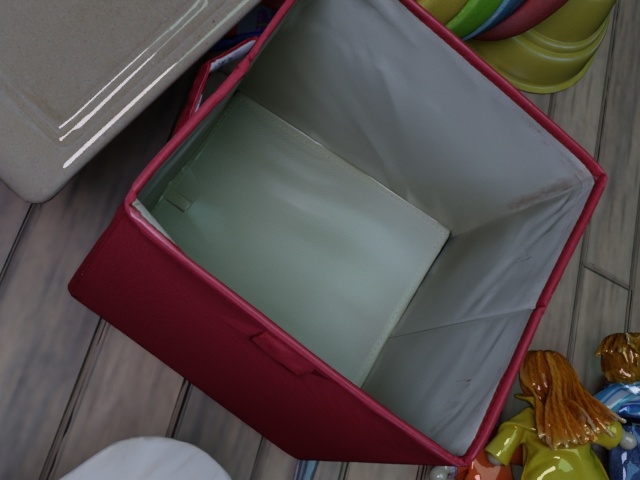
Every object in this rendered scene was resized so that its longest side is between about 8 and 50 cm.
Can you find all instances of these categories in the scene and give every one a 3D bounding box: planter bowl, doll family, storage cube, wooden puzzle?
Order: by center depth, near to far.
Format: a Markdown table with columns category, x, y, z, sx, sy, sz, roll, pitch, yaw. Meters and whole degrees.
| category | x | y | z | sx | sy | sz | roll | pitch | yaw |
| --- | --- | --- | --- | --- | --- | --- | --- | --- | --- |
| wooden puzzle | -0.123 | -0.171 | 0.375 | 0.238 | 0.044 | 0.221 | -45 | 88 | -2 |
| storage cube | 0.000 | 0.000 | 0.442 | 0.215 | 0.193 | 0.184 | 39 | 64 | -12 |
| doll family | 0.209 | 0.151 | 0.578 | 0.263 | 0.118 | 0.163 | 1 | 77 | -30 |
| planter bowl | 0.202 | -0.248 | 0.696 | 0.217 | 0.090 | 0.217 | 8 | 73 | -28 |

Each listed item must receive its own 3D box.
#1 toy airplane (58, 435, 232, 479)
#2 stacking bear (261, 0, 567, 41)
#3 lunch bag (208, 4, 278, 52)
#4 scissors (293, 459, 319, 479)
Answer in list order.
| category | x | y | z | sx | sy | sz | roll | pitch | yaw |
| --- | --- | --- | --- | --- | --- | --- | --- | --- | --- |
| toy airplane | -0.204 | 0.244 | 0.226 | 0.384 | 0.272 | 0.386 | 12 | 72 | -26 |
| stacking bear | 0.051 | -0.208 | 0.517 | 0.175 | 0.164 | 0.289 | 38 | 34 | 26 |
| lunch bag | -0.145 | -0.232 | 0.482 | 0.221 | 0.138 | 0.293 | -18 | 96 | -35 |
| scissors | 0.019 | 0.036 | 0.561 | 0.109 | 0.021 | 0.297 | 43 | 62 | -15 |
